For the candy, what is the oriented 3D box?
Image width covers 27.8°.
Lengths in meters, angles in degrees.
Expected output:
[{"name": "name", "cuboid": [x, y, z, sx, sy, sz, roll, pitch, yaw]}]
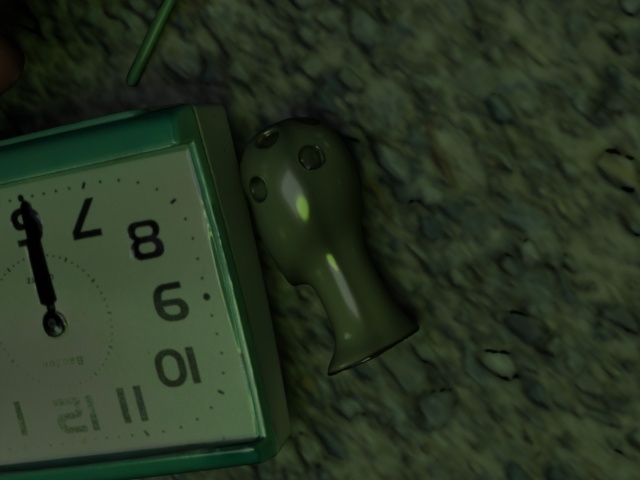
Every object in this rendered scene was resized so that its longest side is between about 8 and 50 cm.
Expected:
[{"name": "candy", "cuboid": [-0.082, -0.182, 0.833, 0.060, 0.060, 0.201, 39, 117, 13]}]

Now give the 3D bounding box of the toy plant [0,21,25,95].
[{"name": "toy plant", "cuboid": [-0.231, -0.170, 0.757, 0.356, 0.210, 0.317, -39, 39, -3]}]

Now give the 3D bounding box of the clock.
[{"name": "clock", "cuboid": [-0.157, 0.039, 0.858, 0.262, 0.116, 0.231, -10, 98, 24]}]

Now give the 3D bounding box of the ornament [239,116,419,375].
[{"name": "ornament", "cuboid": [0.000, 0.000, 0.803, 0.081, 0.075, 0.156, -26, 88, 37]}]
